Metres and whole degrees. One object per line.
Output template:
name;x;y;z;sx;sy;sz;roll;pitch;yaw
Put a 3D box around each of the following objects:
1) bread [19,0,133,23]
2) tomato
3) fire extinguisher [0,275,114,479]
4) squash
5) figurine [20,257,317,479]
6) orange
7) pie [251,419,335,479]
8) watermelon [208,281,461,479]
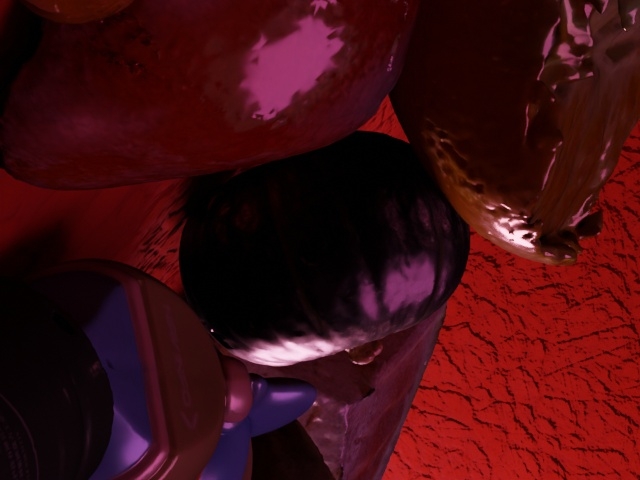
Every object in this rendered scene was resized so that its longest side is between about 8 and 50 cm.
bread;-0.056;-0.094;0.348;0.083;0.046;0.081;-49;171;-28
tomato;-0.025;-0.070;0.485;0.189;0.099;0.173;-55;177;33
fire extinguisher;-0.162;0.087;0.377;0.311;0.095;0.114;-44;132;-68
squash;0.002;0.005;0.871;0.193;0.155;0.193;-11;156;-5
figurine;-0.116;0.095;0.673;0.180;0.154;0.262;-45;158;5
orange;0.139;-0.159;0.765;0.262;0.196;0.334;-65;179;-58
pie;-0.101;0.224;0.830;0.071;0.323;0.323;19;113;-45
watermelon;-0.036;0.113;1.140;0.387;0.228;0.258;-58;166;-13
